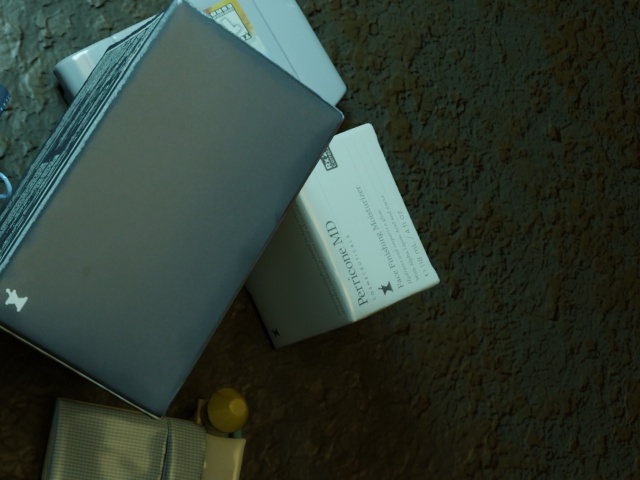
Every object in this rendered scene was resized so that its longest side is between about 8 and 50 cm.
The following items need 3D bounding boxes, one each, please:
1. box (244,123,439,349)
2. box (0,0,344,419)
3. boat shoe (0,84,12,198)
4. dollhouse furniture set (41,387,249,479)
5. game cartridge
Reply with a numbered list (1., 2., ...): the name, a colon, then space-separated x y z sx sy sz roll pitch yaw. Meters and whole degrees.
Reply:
1. box: 0.000 0.000 1.248 0.119 0.182 0.181 -24 90 -32
2. box: -0.165 -0.025 1.063 0.182 0.294 0.296 34 80 -17
3. boat shoe: -0.353 -0.028 1.122 0.089 0.109 0.258 31 81 -17
4. dollhouse furniture set: -0.191 0.254 1.070 0.286 0.198 0.303 17 70 -24
5. game cartridge: -0.115 -0.163 1.304 0.297 0.062 0.198 -33 90 -31
